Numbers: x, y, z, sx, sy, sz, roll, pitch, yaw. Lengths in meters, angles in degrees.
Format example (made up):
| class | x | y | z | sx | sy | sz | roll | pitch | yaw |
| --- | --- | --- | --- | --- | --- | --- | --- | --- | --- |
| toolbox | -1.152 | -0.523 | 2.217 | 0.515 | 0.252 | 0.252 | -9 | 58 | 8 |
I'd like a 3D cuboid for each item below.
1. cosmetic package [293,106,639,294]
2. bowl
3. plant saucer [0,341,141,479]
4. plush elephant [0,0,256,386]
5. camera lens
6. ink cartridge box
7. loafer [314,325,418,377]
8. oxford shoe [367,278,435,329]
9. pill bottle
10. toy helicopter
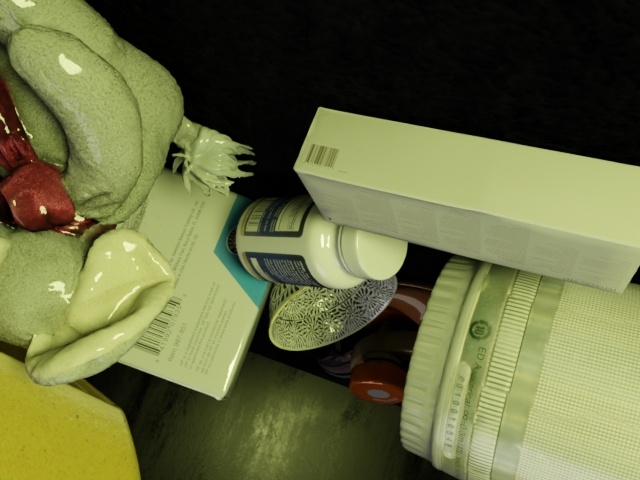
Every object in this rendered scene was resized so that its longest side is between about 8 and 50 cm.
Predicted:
| class | x | y | z | sx | sy | sz | roll | pitch | yaw |
| --- | --- | --- | --- | --- | --- | --- | --- | --- | --- |
| cosmetic package | 0.109 | -0.031 | 0.479 | 0.239 | 0.060 | 0.099 | 15 | 161 | 19 |
| bowl | 0.002 | 0.056 | 0.809 | 0.080 | 0.170 | 0.170 | 62 | -172 | 32 |
| plant saucer | -0.328 | 0.107 | 0.578 | 0.333 | 0.081 | 0.333 | 11 | 155 | 50 |
| plush elephant | -0.230 | -0.035 | 0.516 | 0.330 | 0.255 | 0.272 | 31 | 161 | -33 |
| camera lens | 0.234 | 0.139 | 0.599 | 0.274 | 0.219 | 0.219 | 14 | 163 | 21 |
| ink cartridge box | -0.214 | 0.032 | 0.779 | 0.307 | 0.223 | 0.129 | 20 | 165 | 0 |
| loafer | 0.079 | 0.178 | 1.171 | 0.095 | 0.109 | 0.302 | 46 | 148 | -19 |
| oxford shoe | 0.152 | 0.103 | 0.847 | 0.212 | 0.076 | 0.076 | 19 | 166 | 9 |
| pill bottle | 0.000 | 0.000 | 0.650 | 0.169 | 0.094 | 0.094 | 2 | 156 | 48 |
| toy helicopter | 0.221 | 0.196 | 0.960 | 0.355 | 0.140 | 0.235 | 0 | 146 | 16 |
